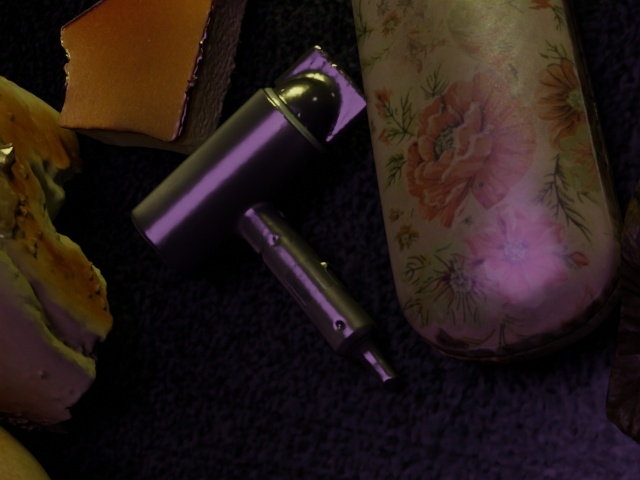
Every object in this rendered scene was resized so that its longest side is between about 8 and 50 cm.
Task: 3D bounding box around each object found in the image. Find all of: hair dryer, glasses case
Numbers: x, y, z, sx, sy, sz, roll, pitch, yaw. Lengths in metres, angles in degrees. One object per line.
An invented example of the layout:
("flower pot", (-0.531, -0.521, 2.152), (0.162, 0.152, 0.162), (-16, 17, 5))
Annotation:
("hair dryer", (0.000, 0.000, 0.972), (0.195, 0.078, 0.248), (-43, 68, 7))
("glasses case", (0.109, -0.120, 0.929), (0.157, 0.098, 0.425), (-17, 64, 21))

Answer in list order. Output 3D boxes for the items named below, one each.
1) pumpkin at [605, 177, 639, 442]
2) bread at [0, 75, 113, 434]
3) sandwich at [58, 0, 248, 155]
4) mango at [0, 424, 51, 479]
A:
("pumpkin", (0.253, 0.010, 0.791), (0.131, 0.126, 0.248), (20, 83, 34))
("bread", (-0.283, -0.001, 1.037), (0.171, 0.192, 0.314), (-28, 61, 15))
("sandwich", (-0.143, -0.173, 1.106), (0.162, 0.058, 0.193), (9, 79, 31))
("mango", (-0.279, 0.226, 0.936), (0.384, 0.221, 0.199), (26, 41, 38))
